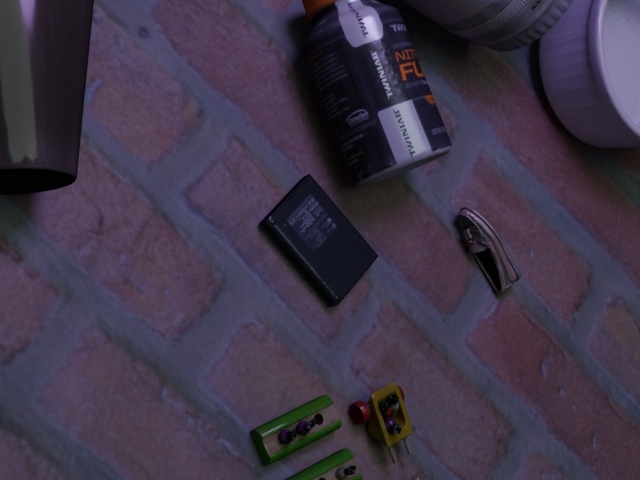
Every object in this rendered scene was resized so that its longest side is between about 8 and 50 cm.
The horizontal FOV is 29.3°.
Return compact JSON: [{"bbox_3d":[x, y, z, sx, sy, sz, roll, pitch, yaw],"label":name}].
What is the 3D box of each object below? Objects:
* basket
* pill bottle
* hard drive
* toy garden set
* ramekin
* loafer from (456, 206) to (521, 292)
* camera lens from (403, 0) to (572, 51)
[{"bbox_3d":[-0.317,-0.168,1.233,0.204,0.154,0.226,2,78,-37],"label":"basket"},{"bbox_3d":[0.059,-0.201,1.505,0.130,0.130,0.245,-20,88,-36],"label":"pill bottle"},{"bbox_3d":[0.000,0.000,1.473,0.135,0.022,0.094,50,55,-12],"label":"hard drive"},{"bbox_3d":[0.054,0.291,1.407,0.204,0.049,0.244,-21,89,-36],"label":"toy garden set"},{"bbox_3d":[0.441,-0.261,1.755,0.277,0.135,0.277,3,85,-36],"label":"ramekin"},{"bbox_3d":[0.216,0.013,1.604,0.039,0.045,0.125,-46,106,-27],"label":"loafer"},{"bbox_3d":[0.180,-0.392,1.579,0.274,0.219,0.219,26,63,-33],"label":"camera lens"}]
